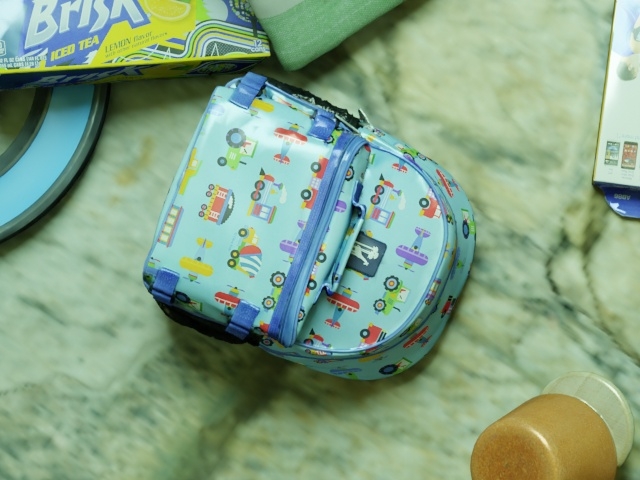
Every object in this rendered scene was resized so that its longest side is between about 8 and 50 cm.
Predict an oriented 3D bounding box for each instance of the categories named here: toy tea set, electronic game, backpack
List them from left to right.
[{"bbox_3d":[-0.242,-0.102,1.175,0.229,0.048,0.229,0,85,6],"label":"electronic game"},{"bbox_3d":[0.000,0.000,1.111,0.173,0.117,0.158,25,89,4],"label":"backpack"},{"bbox_3d":[0.201,0.237,1.092,0.200,0.124,0.336,-11,87,34],"label":"toy tea set"}]

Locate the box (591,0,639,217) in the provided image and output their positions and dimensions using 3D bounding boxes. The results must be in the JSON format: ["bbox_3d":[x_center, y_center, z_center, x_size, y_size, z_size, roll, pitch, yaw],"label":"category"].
[{"bbox_3d":[0.208,-0.080,1.140,0.081,0.028,0.136,7,84,6],"label":"box"}]

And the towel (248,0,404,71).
[{"bbox_3d":[0.027,-0.264,1.032,0.248,0.325,0.038,-35,51,-4],"label":"towel"}]

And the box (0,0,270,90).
[{"bbox_3d":[-0.119,-0.126,1.133,0.169,0.054,0.059,-6,84,-17],"label":"box"}]
